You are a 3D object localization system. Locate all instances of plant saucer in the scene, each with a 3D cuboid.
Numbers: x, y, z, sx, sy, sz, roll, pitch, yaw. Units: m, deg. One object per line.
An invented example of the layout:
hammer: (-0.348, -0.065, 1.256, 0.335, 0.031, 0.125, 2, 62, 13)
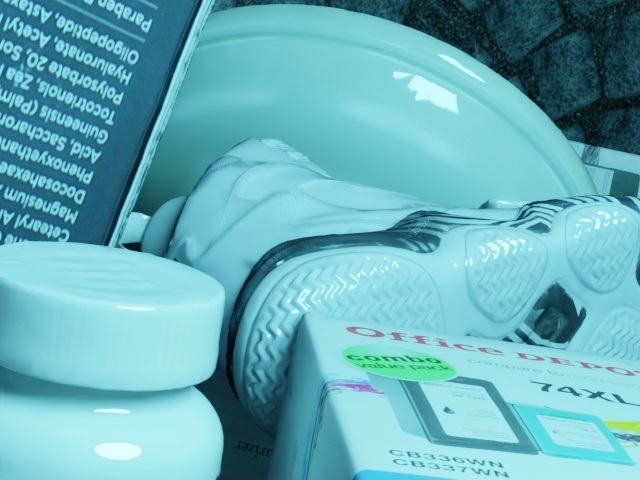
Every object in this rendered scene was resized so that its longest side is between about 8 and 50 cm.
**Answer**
plant saucer: (0.003, 0.015, 1.069, 0.400, 0.400, 0.100, 12, 48, 11)

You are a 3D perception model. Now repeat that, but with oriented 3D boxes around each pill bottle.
pill bottle: (-0.107, 0.119, 0.613, 0.121, 0.221, 0.121, 9, 11, -2)

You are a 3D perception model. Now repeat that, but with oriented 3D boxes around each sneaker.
sneaker: (0.059, 0.014, 0.874, 0.366, 0.137, 0.210, -6, 24, -39)

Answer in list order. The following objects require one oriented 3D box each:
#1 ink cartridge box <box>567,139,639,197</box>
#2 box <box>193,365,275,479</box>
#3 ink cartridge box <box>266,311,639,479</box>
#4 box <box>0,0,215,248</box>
ink cartridge box: (0.308, 0.004, 1.578, 0.289, 0.121, 0.211, 15, -25, 27)
box: (-0.001, 0.122, 0.950, 0.181, 0.119, 0.182, 13, 12, 10)
ink cartridge box: (0.079, 0.167, 0.594, 0.198, 0.197, 0.270, 9, 11, -8)
box: (-0.337, -0.114, 0.806, 0.480, 0.472, 0.297, 20, 0, 43)
